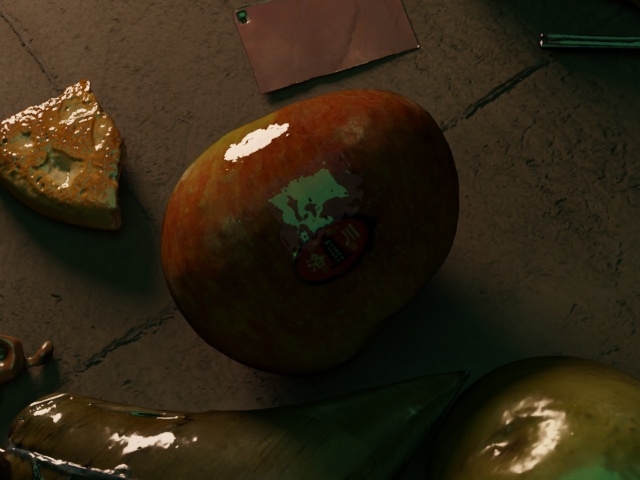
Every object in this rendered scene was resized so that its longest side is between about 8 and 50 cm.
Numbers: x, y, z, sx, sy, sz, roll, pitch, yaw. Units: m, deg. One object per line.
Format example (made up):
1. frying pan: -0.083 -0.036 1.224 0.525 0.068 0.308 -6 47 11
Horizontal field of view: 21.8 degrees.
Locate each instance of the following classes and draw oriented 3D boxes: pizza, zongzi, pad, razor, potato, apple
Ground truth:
1. pizza: -0.279 -0.101 1.808 0.182 0.062 0.161 15 78 13
2. zongzi: -0.102 0.198 1.626 0.356 0.174 0.393 32 75 17
3. pad: 0.005 -0.238 1.869 0.188 0.006 0.113 -18 69 -5
4. razor: 0.338 -0.217 1.830 0.190 0.033 0.066 4 70 5
5. potato: 0.198 0.207 1.554 0.213 0.280 0.330 43 79 14
6. apple: 0.000 0.000 1.646 0.309 0.277 0.250 -27 77 17

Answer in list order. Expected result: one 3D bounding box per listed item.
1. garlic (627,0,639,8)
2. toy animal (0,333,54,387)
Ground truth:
1. garlic: 0.298 -0.316 1.844 0.198 0.090 0.128 10 83 2
2. toy animal: -0.450 0.144 1.716 0.312 0.097 0.157 13 83 5
